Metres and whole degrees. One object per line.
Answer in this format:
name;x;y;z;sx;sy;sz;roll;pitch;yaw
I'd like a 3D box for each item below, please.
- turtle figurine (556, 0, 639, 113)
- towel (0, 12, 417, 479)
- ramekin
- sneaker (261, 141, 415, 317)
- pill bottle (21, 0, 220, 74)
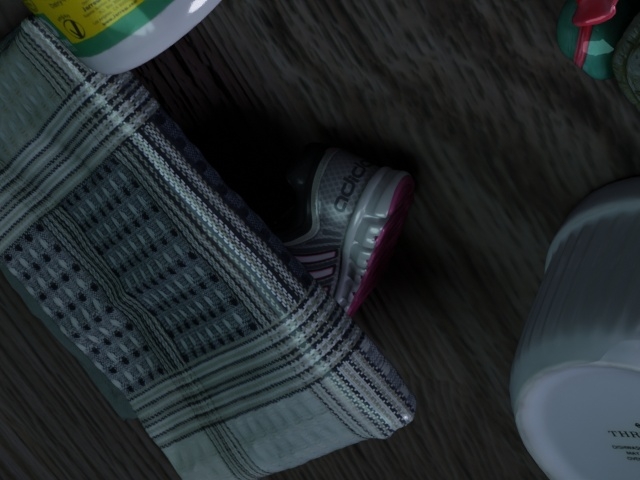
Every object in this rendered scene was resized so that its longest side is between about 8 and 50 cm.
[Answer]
turtle figurine;0.186;-0.082;0.807;0.234;0.118;0.175;16;146;15
towel;-0.119;0.021;1.198;0.312;0.056;0.324;48;154;-9
ramekin;0.195;0.075;1.014;0.207;0.109;0.207;23;147;16
sneaker;0.000;0.000;1.134;0.075;0.063;0.170;33;148;8
pill bottle;-0.134;-0.188;0.933;0.208;0.117;0.117;47;146;-23
